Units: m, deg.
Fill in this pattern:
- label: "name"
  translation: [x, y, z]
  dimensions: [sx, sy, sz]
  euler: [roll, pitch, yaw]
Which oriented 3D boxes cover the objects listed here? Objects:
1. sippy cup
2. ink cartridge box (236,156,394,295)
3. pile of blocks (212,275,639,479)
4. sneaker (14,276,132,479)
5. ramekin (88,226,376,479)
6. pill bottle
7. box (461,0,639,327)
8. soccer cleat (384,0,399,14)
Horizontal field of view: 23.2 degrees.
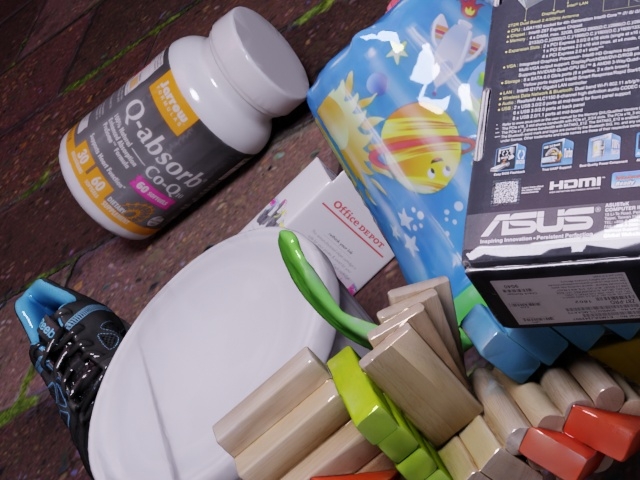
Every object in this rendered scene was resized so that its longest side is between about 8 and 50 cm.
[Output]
- label: "sippy cup"
  translation: [0.117, -0.071, 1.141]
  dimensions: [0.305, 0.224, 0.240]
  euler: [-34, -8, -48]
- label: "ink cartridge box"
  translation: [0.000, 0.000, 1.453]
  dimensions: [0.181, 0.104, 0.061]
  euler: [-43, 28, 9]
- label: "pile of blocks"
  translation: [0.118, 0.103, 0.981]
  dimensions: [0.362, 0.149, 0.112]
  euler: [-18, 26, -6]
- label: "sneaker"
  translation: [-0.234, 0.146, 1.574]
  dimensions: [0.125, 0.139, 0.341]
  euler: [-48, 28, -2]
- label: "ramekin"
  translation: [-0.061, 0.133, 1.326]
  dimensions: [0.273, 0.127, 0.273]
  euler: [-31, 36, 27]
- label: "pill bottle"
  translation: [-0.158, -0.136, 1.811]
  dimensions: [0.278, 0.162, 0.162]
  euler: [-37, 29, 23]
- label: "box"
  translation: [0.293, -0.112, 0.922]
  dimensions: [0.394, 0.097, 0.318]
  euler: [-5, 60, 24]
- label: "soccer cleat"
  translation: [0.116, -0.246, 1.590]
  dimensions: [0.318, 0.116, 0.109]
  euler: [-43, 27, 10]
